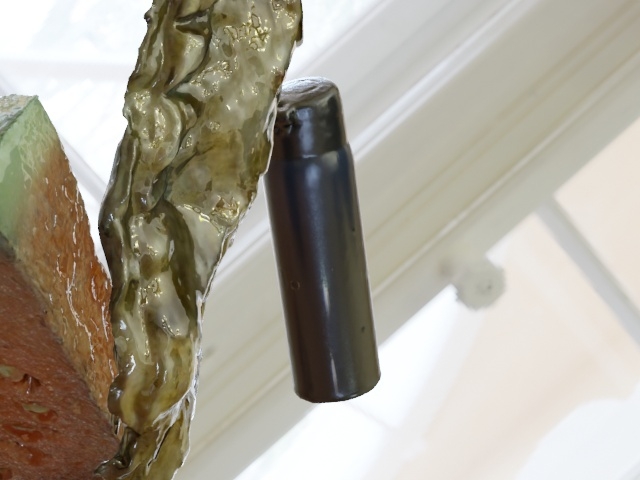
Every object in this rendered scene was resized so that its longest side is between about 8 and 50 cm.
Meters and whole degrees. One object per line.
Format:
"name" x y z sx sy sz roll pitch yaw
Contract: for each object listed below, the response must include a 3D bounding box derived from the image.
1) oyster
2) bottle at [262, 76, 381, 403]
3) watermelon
"oyster" -0.052 -0.061 0.558 0.079 0.345 0.129 7 2 5
"bottle" 0.000 0.000 1.044 0.072 0.082 0.244 6 -66 35
"watermelon" -0.205 0.058 0.847 0.256 0.193 0.140 59 28 -34
